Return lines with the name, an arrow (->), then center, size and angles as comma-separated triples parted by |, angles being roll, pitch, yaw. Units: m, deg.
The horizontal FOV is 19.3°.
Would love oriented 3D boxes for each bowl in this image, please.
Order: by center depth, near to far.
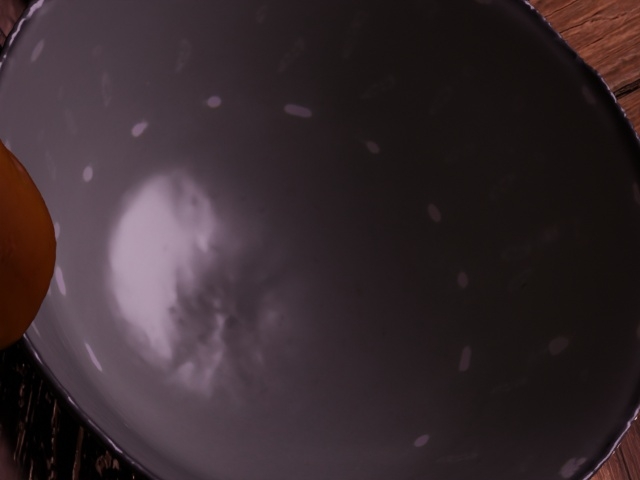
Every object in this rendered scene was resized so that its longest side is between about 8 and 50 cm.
bowl -> -0.015, 0.014, 0.917 | 0.337, 0.337, 0.157 | 66, -29, 17

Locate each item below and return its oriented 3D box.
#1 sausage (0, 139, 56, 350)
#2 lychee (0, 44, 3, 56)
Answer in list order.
sausage -> -0.173, -0.046, 0.665 | 0.238, 0.098, 0.098 | 53, 14, -43
lychee -> -0.175, -0.097, 0.825 | 0.083, 0.068, 0.067 | 35, 67, -32
